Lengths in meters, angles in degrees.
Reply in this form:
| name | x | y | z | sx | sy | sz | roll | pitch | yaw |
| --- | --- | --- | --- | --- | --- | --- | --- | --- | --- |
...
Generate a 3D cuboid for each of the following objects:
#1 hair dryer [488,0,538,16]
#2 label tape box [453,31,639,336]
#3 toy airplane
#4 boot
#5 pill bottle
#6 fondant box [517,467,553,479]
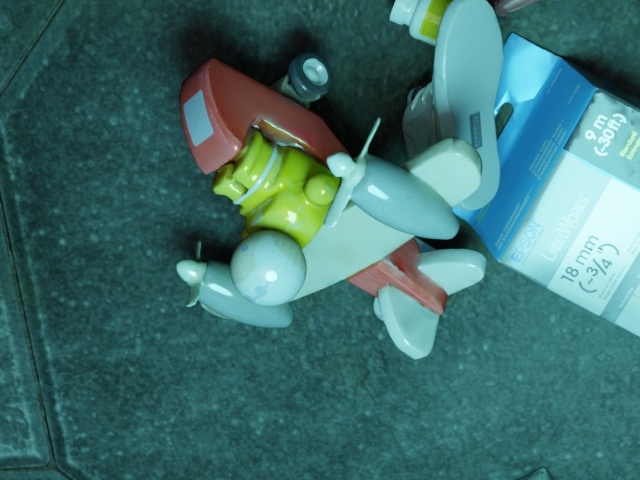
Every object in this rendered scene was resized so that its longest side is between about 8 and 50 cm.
| name | x | y | z | sx | sy | sz | roll | pitch | yaw |
| --- | --- | --- | --- | --- | --- | --- | --- | --- | --- |
| hair dryer | 0.262 | -0.394 | 1.636 | 0.224 | 0.080 | 0.293 | 21 | 104 | 21 |
| label tape box | 0.315 | -0.059 | 1.693 | 0.334 | 0.106 | 0.240 | 28 | 109 | 1 |
| toy airplane | 0.000 | 0.000 | 1.674 | 0.384 | 0.272 | 0.386 | 18 | 133 | 23 |
| boot | 0.141 | -0.166 | 1.667 | 0.123 | 0.095 | 0.258 | 29 | 129 | 48 |
| pill bottle | 0.143 | -0.259 | 1.687 | 0.116 | 0.065 | 0.065 | 22 | 109 | 3 |
| fondant box | 0.271 | 0.495 | 1.869 | 0.238 | 0.096 | 0.330 | -30 | 98 | 17 |
